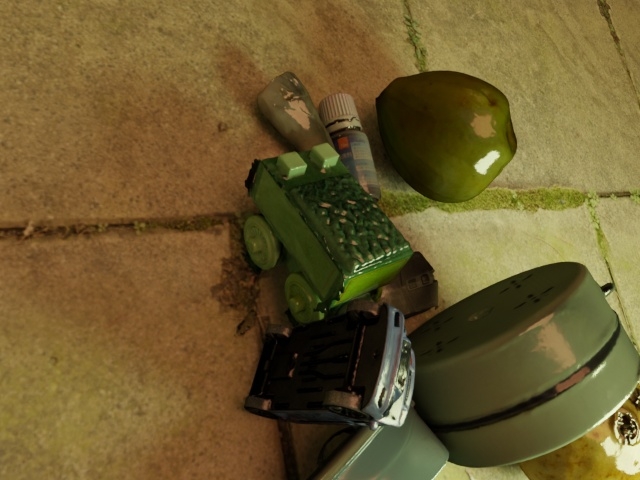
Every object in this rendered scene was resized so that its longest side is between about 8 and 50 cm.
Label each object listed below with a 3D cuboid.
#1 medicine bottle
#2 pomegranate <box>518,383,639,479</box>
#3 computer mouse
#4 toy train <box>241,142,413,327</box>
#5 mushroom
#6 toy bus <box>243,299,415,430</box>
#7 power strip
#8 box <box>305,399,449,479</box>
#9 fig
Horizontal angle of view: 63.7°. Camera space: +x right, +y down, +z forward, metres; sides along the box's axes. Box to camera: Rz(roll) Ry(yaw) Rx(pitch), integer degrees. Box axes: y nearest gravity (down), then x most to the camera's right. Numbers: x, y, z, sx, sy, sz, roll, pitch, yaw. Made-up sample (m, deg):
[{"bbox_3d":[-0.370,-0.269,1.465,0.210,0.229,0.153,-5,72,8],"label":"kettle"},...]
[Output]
[{"bbox_3d":[0.049,-0.159,0.921,0.083,0.083,0.203,-2,74,-33],"label":"medicine bottle"},{"bbox_3d":[0.449,0.324,0.905,0.260,0.260,0.261,11,67,-29],"label":"pomegranate"},{"bbox_3d":[0.135,0.083,0.896,0.231,0.071,0.126,-11,79,-35],"label":"computer mouse"},{"bbox_3d":[0.000,0.000,0.747,0.159,0.188,0.272,-18,59,-34],"label":"toy train"},{"bbox_3d":[-0.024,-0.174,0.872,0.223,0.081,0.092,61,21,8],"label":"mushroom"},{"bbox_3d":[0.019,0.172,0.656,0.133,0.292,0.126,29,60,-24],"label":"toy bus"},{"bbox_3d":[0.293,0.175,0.788,0.357,0.357,0.162,-28,87,-36],"label":"power strip"},{"bbox_3d":[0.056,0.317,0.696,0.227,0.162,0.130,-33,70,-36],"label":"box"},{"bbox_3d":[0.224,-0.204,0.963,0.271,0.239,0.239,30,59,-4],"label":"fig"}]
